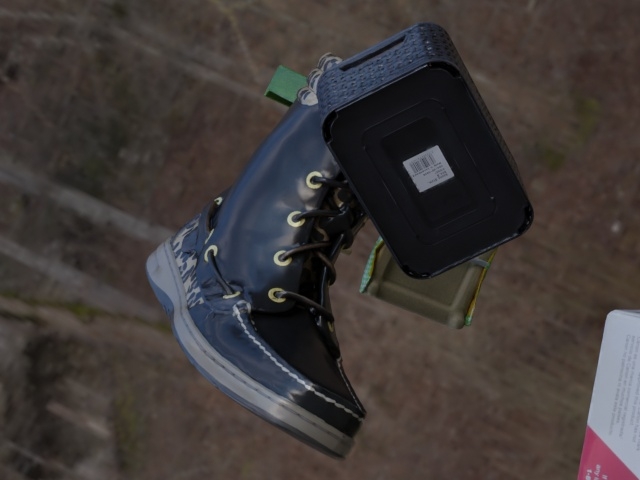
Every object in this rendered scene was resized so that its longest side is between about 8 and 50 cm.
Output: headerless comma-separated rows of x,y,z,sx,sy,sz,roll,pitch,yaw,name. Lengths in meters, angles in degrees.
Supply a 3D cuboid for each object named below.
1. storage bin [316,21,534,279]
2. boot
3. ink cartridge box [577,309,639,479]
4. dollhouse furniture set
0.086,-0.073,1.279,0.180,0.122,0.084,58,-167,-28,storage bin
0.000,0.000,1.357,0.284,0.138,0.377,-52,28,5,boot
0.388,0.198,1.332,0.131,0.306,0.226,6,-83,-57,ink cartridge box
0.061,-0.046,1.797,0.151,0.301,0.197,32,98,60,dollhouse furniture set
